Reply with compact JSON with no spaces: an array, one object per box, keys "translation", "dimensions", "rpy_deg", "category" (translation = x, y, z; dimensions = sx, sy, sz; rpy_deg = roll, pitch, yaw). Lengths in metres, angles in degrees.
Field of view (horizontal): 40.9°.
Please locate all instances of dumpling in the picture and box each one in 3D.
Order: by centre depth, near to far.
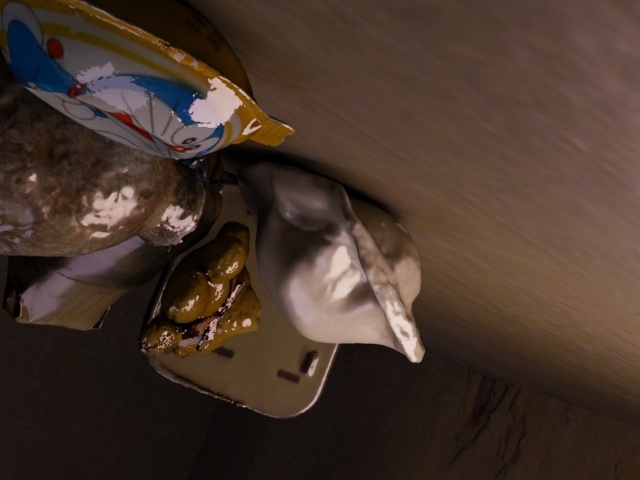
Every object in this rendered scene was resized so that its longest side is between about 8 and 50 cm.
[{"translation":[0.000,0.000,0.759],"dimensions":[0.252,0.131,0.179],"rpy_deg":[44,168,41],"category":"dumpling"}]

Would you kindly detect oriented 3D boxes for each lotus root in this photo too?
[{"translation":[-0.236,-0.083,0.589],"dimensions":[0.349,0.175,0.175],"rpy_deg":[20,173,-20],"category":"lotus root"}]

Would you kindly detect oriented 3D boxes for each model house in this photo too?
[{"translation":[-0.069,0.067,1.009],"dimensions":[0.204,0.218,0.279],"rpy_deg":[22,177,1],"category":"model house"}]

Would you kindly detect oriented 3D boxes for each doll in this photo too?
[{"translation":[-0.095,0.053,0.768],"dimensions":[0.097,0.137,0.209],"rpy_deg":[32,170,-2],"category":"doll"}]

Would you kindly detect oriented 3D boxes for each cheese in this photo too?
[{"translation":[-0.142,-0.111,0.476],"dimensions":[0.270,0.069,0.177],"rpy_deg":[24,172,-12],"category":"cheese"}]

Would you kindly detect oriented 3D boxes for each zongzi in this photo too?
[{"translation":[-0.209,-0.083,0.821],"dimensions":[0.250,0.274,0.125],"rpy_deg":[-31,149,30],"category":"zongzi"}]
